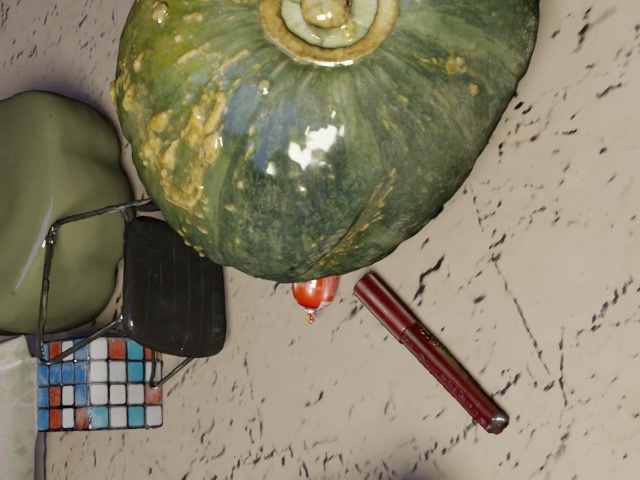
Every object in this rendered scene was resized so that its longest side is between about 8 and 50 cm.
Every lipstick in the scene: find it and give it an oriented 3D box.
[{"bbox_3d":[0.086,0.089,0.892,0.176,0.027,0.027,47,116,35],"label":"lipstick"}]

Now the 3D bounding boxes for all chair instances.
[{"bbox_3d":[-0.133,0.033,1.024,0.221,0.140,0.145,-22,60,36],"label":"chair"}]

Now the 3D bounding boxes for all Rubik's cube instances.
[{"bbox_3d":[-0.222,0.145,1.133,0.092,0.092,0.092,-10,78,43],"label":"Rubik's cube"}]

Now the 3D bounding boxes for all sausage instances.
[{"bbox_3d":[0.000,0.000,0.972,0.050,0.048,0.146,14,97,50],"label":"sausage"}]

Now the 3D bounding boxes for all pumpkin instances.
[{"bbox_3d":[-0.006,-0.134,0.829,0.291,0.257,0.328,40,90,12],"label":"pumpkin"}]

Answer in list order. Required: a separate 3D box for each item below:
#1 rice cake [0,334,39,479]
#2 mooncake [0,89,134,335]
[{"bbox_3d":[-0.343,0.264,1.204,0.056,0.072,0.365,33,123,45],"label":"rice cake"},{"bbox_3d":[-0.309,-0.025,1.213,0.275,0.135,0.275,-11,74,42],"label":"mooncake"}]
